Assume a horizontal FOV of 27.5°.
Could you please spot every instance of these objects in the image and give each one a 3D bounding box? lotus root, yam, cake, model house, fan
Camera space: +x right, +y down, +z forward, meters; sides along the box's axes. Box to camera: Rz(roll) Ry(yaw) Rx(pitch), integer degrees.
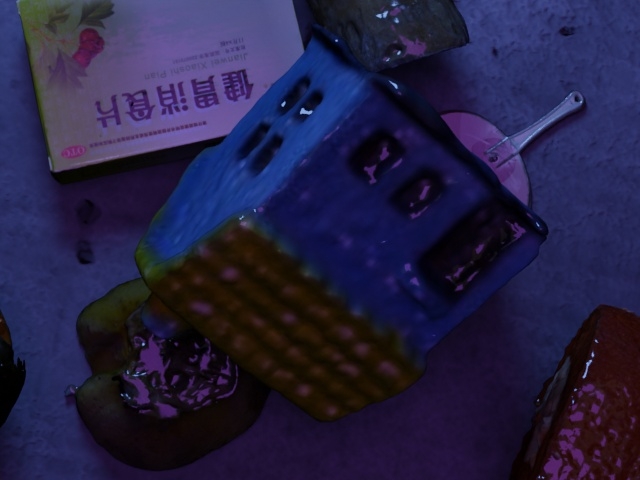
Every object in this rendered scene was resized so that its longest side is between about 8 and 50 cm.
[{"bbox_3d":[-0.139,0.112,1.212,0.203,0.078,0.183,-31,83,-6],"label":"lotus root"},{"bbox_3d":[0.020,-0.295,1.261,0.133,0.133,0.330,-26,80,-7],"label":"yam"},{"bbox_3d":[0.257,0.199,1.169,0.151,0.177,0.283,28,79,1],"label":"cake"},{"bbox_3d":[0.000,0.000,1.136,0.303,0.215,0.237,-45,116,8],"label":"model house"},{"bbox_3d":[0.172,-0.079,1.293,0.226,0.008,0.152,-34,84,-7],"label":"fan"}]

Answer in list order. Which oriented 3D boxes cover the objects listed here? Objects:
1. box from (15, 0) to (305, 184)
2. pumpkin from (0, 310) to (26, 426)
[{"bbox_3d":[-0.146,-0.168,1.261,0.260,0.062,0.175,-12,82,-6],"label":"box"},{"bbox_3d":[-0.397,0.064,1.090,0.192,0.320,0.320,-34,84,4],"label":"pumpkin"}]
